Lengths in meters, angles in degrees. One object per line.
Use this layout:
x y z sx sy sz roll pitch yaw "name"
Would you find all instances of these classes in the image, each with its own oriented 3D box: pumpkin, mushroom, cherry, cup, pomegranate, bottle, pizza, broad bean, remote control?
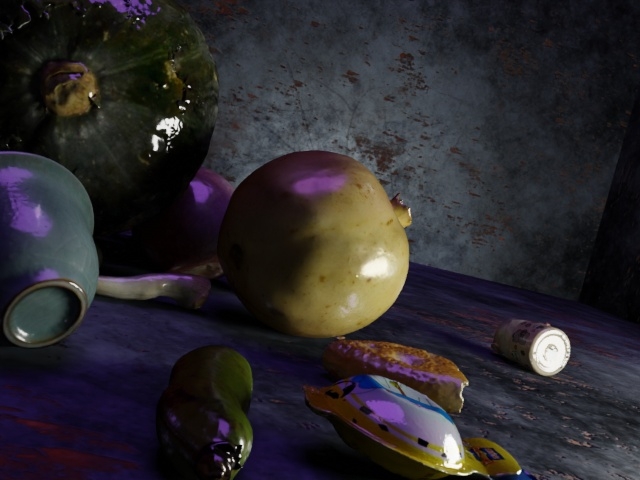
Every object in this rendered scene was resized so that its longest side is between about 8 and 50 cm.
-0.385 -0.223 1.078 0.454 0.454 0.344 13 10 -21 "pumpkin"
-0.261 0.071 1.003 0.202 0.054 0.059 7 -13 -29 "mushroom"
-0.242 -0.045 1.297 0.239 0.239 0.206 11 -19 -38 "cherry"
-0.296 0.032 0.674 0.199 0.199 0.150 10 24 -47 "cup"
0.000 0.000 1.075 0.319 0.319 0.319 14 4 -1 "pomegranate"
0.391 0.192 1.289 0.099 0.099 0.152 13 1 -19 "bottle"
0.096 0.166 0.879 0.182 0.062 0.161 10 10 11 "pizza"
-0.094 0.134 0.573 0.077 0.061 0.339 21 4 -7 "broad bean"
-0.408 0.001 1.285 0.090 0.066 0.266 22 8 36 "remote control"

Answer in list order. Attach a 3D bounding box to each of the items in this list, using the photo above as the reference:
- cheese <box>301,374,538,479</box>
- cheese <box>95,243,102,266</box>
0.099 0.180 0.614 0.250 0.064 0.156 26 2 -12 "cheese"
-0.380 0.027 1.024 0.127 0.050 0.255 13 0 -28 "cheese"
